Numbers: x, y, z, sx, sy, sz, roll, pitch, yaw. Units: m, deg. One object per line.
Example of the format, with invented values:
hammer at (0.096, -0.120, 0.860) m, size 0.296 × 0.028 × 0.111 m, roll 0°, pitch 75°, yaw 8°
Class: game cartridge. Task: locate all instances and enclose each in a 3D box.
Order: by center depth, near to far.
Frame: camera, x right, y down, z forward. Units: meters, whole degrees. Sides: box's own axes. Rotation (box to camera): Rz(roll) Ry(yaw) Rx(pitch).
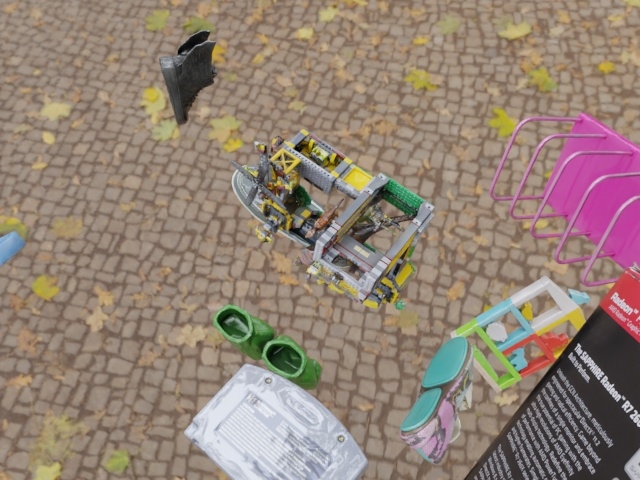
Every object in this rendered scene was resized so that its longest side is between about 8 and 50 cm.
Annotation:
game cartridge at (-0.072, 0.360, 1.049) m, size 0.297 × 0.062 × 0.198 m, roll 33°, pitch 59°, yaw 26°

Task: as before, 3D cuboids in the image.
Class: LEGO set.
LEGO set at (0.000, 0.000, 0.902) m, size 0.331 × 0.255 × 0.192 m, roll 39°, pitch 59°, yaw 7°

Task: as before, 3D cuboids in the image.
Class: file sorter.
file sorter at (0.482, -0.080, 1.091) m, size 0.182 × 0.202 × 0.291 m, roll -5°, pitch 39°, yaw -24°

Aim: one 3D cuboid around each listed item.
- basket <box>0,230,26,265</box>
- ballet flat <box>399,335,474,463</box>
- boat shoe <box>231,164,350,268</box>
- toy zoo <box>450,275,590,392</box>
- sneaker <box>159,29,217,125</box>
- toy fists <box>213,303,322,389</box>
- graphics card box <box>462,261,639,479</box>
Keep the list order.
basket at (-0.577, 0.103, 0.824) m, size 0.254 × 0.201 × 0.289 m, roll -20°, pitch 29°, yaw 30°
ballet flat at (0.179, 0.230, 0.849) m, size 0.079 × 0.077 × 0.221 m, roll 56°, pitch 38°, yaw -9°
boat shoe at (-0.046, -0.057, 1.232) m, size 0.319 × 0.099 × 0.116 m, roll 38°, pitch 80°, yaw -3°
toy zoo at (0.467, 0.204, 1.322) m, size 0.293 × 0.192 × 0.030 m, roll -35°, pitch 18°, yaw 18°
sneaker at (-0.202, -0.254, 0.945) m, size 0.089 × 0.170 × 0.051 m, roll -17°, pitch 62°, yaw -10°
toy fists at (-0.118, 0.243, 1.353) m, size 0.279 × 0.142 × 0.096 m, roll 28°, pitch 69°, yaw 24°
graphics card box at (0.125, 0.215, 0.294) m, size 0.094 × 0.233 × 0.371 m, roll 30°, pitch 104°, yaw -8°
